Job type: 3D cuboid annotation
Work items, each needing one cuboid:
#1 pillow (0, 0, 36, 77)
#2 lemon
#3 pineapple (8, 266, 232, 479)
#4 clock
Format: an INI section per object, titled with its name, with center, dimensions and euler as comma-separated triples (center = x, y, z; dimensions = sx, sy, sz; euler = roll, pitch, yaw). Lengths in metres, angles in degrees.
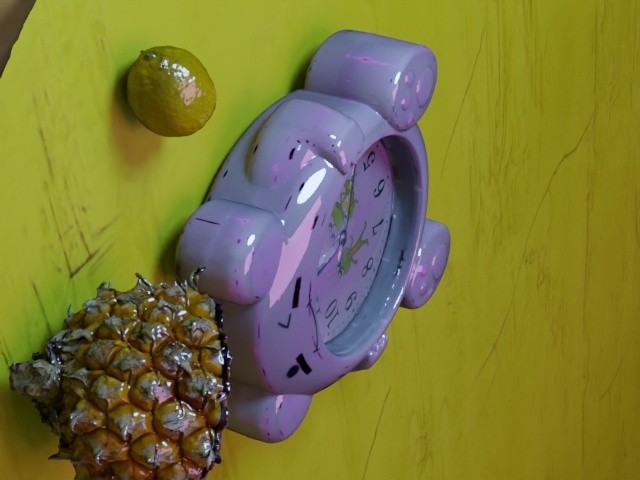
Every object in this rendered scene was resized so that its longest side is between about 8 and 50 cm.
[pillow]
center = -0.285, -0.032, 0.611
dimensions = 0.312, 0.119, 0.310
euler = 8, 111, -52
[lemon]
center = -0.109, -0.109, 1.053
dimensions = 0.065, 0.065, 0.092
euler = -66, 150, -18
[pineapple]
center = -0.153, 0.102, 1.010
dimensions = 0.161, 0.137, 0.176
euler = 131, -38, -51
[clock]
center = 0.000, 0.000, 1.273
dimensions = 0.322, 0.113, 0.295
euler = -51, 145, -38
